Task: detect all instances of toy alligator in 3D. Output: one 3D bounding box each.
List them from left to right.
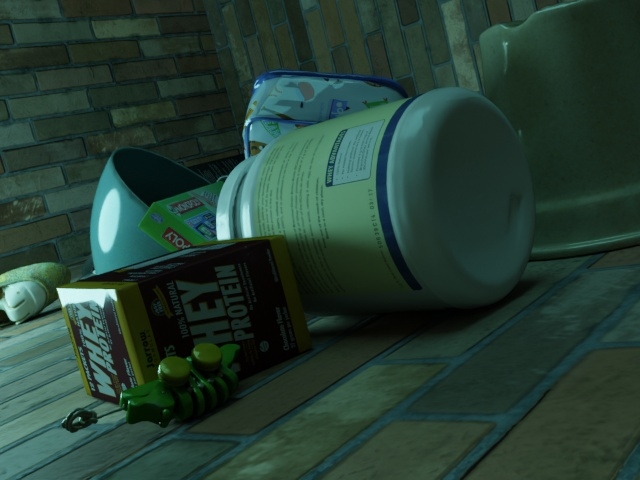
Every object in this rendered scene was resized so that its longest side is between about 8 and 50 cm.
[{"bbox_3d":[-0.133,0.142,0.732,0.051,0.056,0.189,39,38,28],"label":"toy alligator"}]

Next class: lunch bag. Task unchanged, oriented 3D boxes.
[{"bbox_3d":[0.019,-0.109,1.189,0.243,0.115,0.303,3,-33,5],"label":"lunch bag"}]

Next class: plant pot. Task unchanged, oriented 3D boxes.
[{"bbox_3d":[-0.269,0.007,1.382,0.195,0.290,0.290,-54,-5,16],"label":"plant pot"},{"bbox_3d":[0.356,-0.163,1.118,0.333,0.306,0.334,-15,7,2],"label":"plant pot"}]

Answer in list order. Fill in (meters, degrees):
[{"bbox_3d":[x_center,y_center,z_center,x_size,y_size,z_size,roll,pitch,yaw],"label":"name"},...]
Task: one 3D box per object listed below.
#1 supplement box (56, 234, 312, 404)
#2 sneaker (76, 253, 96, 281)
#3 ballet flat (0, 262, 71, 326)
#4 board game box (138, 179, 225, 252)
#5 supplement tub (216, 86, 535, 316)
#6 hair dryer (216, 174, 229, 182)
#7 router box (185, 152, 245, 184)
[{"bbox_3d":[-0.151,0.084,0.894,0.194,0.129,0.191,-19,8,-34],"label":"supplement box"},{"bbox_3d":[-0.490,0.082,1.787,0.281,0.106,0.162,-7,13,47],"label":"sneaker"},{"bbox_3d":[-0.693,0.143,1.739,0.348,0.123,0.123,-16,7,-23],"label":"ballet flat"},{"bbox_3d":[-0.122,0.003,1.238,0.046,0.213,0.317,-54,-3,14],"label":"board game box"},{"bbox_3d":[0.056,-0.031,0.957,0.324,0.236,0.235,-8,9,44],"label":"supplement tub"},{"bbox_3d":[-0.036,-0.071,1.484,0.293,0.080,0.223,24,-4,-12],"label":"hair dryer"},{"bbox_3d":[-0.246,-0.053,1.813,0.243,0.081,0.309,-20,-25,-42],"label":"router box"}]
